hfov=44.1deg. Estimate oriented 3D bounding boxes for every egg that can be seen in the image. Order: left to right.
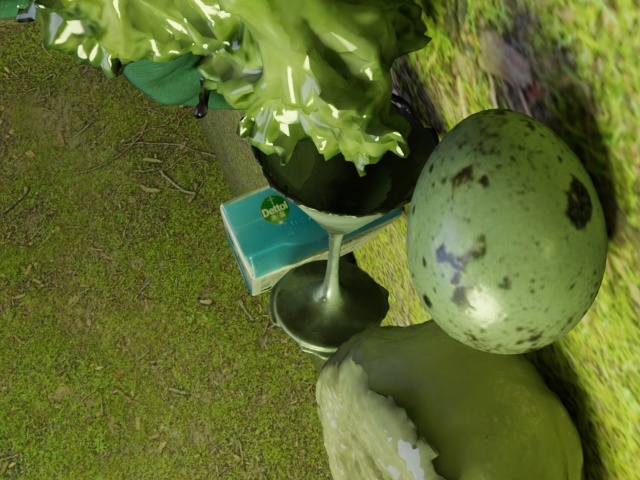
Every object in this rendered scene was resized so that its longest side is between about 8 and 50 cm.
[{"bbox_3d":[0.079,-0.003,0.341,0.085,0.085,0.110,-132,28,-67],"label":"egg"}]

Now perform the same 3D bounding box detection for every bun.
[{"bbox_3d":[0.093,0.161,0.524,0.239,0.141,0.239,164,90,-74],"label":"bun"}]

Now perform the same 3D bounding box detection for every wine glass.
[{"bbox_3d":[0.013,-0.002,0.549,0.183,0.122,0.122,93,155,-49],"label":"wine glass"}]

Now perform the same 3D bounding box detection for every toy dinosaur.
[{"bbox_3d":[-0.240,-0.217,0.955,0.383,0.331,0.129,86,161,-64],"label":"toy dinosaur"}]

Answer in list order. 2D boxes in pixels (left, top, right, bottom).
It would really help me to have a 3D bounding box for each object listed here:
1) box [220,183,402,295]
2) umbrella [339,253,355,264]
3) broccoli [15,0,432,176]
[{"bbox_3d":[-0.015,-0.013,0.739,0.194,0.139,0.073,127,118,-81],"label":"box"},{"bbox_3d":[0.002,0.004,0.957,0.071,0.071,0.248,-123,11,-50],"label":"umbrella"},{"bbox_3d":[-0.065,-0.194,0.259,0.353,0.274,0.397,23,-175,-8],"label":"broccoli"}]
